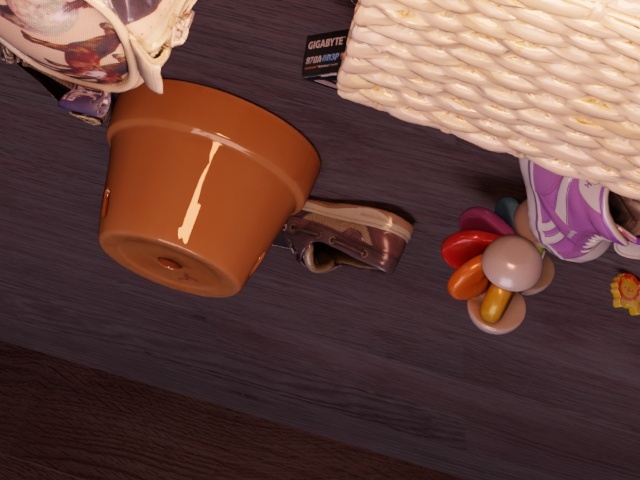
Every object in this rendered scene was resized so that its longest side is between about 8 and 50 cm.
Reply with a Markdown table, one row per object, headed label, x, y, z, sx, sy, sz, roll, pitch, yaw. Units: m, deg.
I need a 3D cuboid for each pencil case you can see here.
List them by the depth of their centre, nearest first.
| label | x | y | z | sx | sy | sz | roll | pitch | yaw |
| --- | --- | --- | --- | --- | --- | --- | --- | --- | --- |
| pencil case | -0.097 | -0.289 | 1.270 | 0.183 | 0.410 | 0.160 | 32 | 155 | 2 |

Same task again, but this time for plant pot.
| label | x | y | z | sx | sy | sz | roll | pitch | yaw |
| --- | --- | --- | --- | --- | --- | --- | --- | --- | --- |
| plant pot | -0.167 | -0.056 | 2.261 | 0.291 | 0.203 | 0.291 | 17 | 160 | 6 |

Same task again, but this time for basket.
| label | x | y | z | sx | sy | sz | roll | pitch | yaw |
| --- | --- | --- | --- | --- | --- | --- | --- | --- | --- |
| basket | 0.200 | -0.231 | 1.324 | 0.331 | 0.266 | 0.328 | 20 | 162 | 2 |

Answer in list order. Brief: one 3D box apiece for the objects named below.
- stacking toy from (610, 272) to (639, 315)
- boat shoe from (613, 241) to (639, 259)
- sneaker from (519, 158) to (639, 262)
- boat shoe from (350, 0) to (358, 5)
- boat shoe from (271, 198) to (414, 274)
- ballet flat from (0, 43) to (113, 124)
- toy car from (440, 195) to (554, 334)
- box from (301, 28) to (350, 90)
| label | x | y | z | sx | sy | sz | roll | pitch | yaw |
| --- | --- | --- | --- | --- | --- | --- | --- | --- | --- |
| stacking toy | 0.517 | 0.094 | 2.262 | 0.221 | 0.052 | 0.167 | 26 | 162 | -24 |
| boat shoe | 0.427 | 0.010 | 2.122 | 0.125 | 0.038 | 0.046 | 11 | 118 | 8 |
| sneaker | 0.321 | -0.020 | 1.956 | 0.161 | 0.102 | 0.282 | 40 | 174 | 30 |
| boat shoe | 0.095 | -0.238 | 1.734 | 0.152 | 0.049 | 0.056 | 10 | 158 | 24 |
| boat shoe | 0.000 | 0.000 | 2.423 | 0.285 | 0.092 | 0.103 | 5 | 156 | 37 |
| ballet flat | -0.350 | -0.210 | 2.230 | 0.084 | 0.058 | 0.250 | 11 | 160 | 26 |
| toy car | 0.225 | 0.016 | 2.146 | 0.136 | 0.182 | 0.159 | 32 | 147 | 14 |
| box | 0.118 | -0.172 | 1.798 | 0.220 | 0.051 | 0.175 | 15 | 171 | -36 |
